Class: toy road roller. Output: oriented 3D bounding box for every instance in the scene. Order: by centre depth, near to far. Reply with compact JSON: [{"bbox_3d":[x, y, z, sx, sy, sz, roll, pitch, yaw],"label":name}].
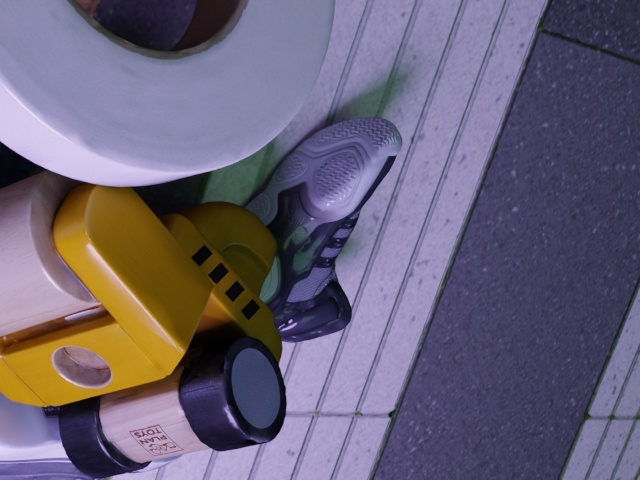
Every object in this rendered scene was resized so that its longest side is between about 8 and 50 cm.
[{"bbox_3d":[-0.168,0.038,1.215,0.329,0.203,0.240,51,37,-31],"label":"toy road roller"}]

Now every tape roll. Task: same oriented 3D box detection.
[{"bbox_3d":[-0.149,-0.237,1.062,0.392,0.072,0.391,9,76,-41],"label":"tape roll"}]

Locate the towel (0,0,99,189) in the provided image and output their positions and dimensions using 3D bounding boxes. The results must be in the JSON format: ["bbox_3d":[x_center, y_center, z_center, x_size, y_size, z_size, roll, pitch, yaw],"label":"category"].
[{"bbox_3d":[-0.362,-0.124,1.038,0.370,0.040,0.271,0,129,-44],"label":"towel"}]

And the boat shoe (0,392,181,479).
[{"bbox_3d":[-0.253,0.190,1.307,0.102,0.108,0.301,-38,156,25],"label":"boat shoe"}]

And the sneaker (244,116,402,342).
[{"bbox_3d":[0.000,0.000,1.427,0.268,0.101,0.153,-46,135,-5],"label":"sneaker"}]
